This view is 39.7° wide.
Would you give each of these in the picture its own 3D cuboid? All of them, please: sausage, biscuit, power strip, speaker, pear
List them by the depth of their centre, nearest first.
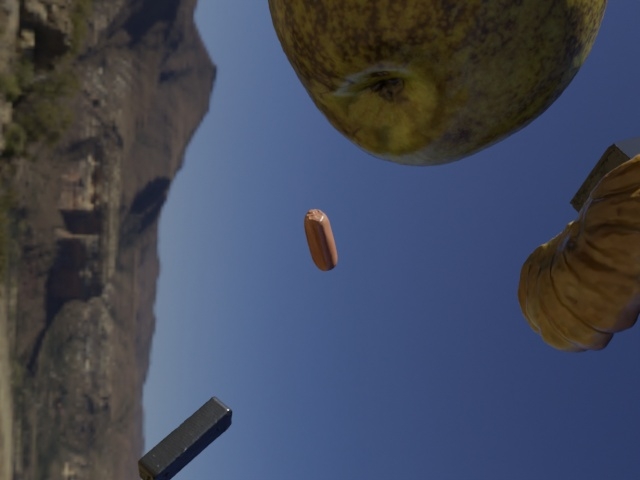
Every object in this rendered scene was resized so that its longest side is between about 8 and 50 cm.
[{"bbox_3d":[0.059,-0.140,0.513,0.197,0.197,0.198,-179,-90,-76],"label":"pear"},{"bbox_3d":[0.190,0.012,0.615,0.183,0.061,0.118,121,-11,-48],"label":"biscuit"},{"bbox_3d":[0.347,-0.072,0.898,0.044,0.218,0.082,49,-45,27],"label":"speaker"},{"bbox_3d":[-0.138,0.207,0.907,0.029,0.111,0.038,36,-38,22],"label":"power strip"},{"bbox_3d":[0.000,0.000,1.103,0.034,0.034,0.083,-111,-175,-57],"label":"sausage"}]
